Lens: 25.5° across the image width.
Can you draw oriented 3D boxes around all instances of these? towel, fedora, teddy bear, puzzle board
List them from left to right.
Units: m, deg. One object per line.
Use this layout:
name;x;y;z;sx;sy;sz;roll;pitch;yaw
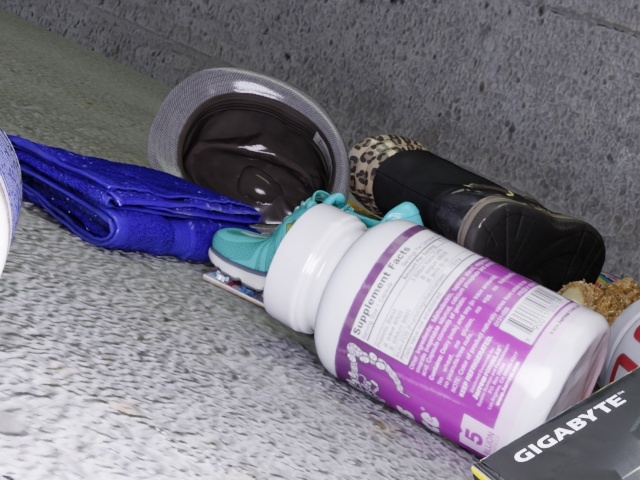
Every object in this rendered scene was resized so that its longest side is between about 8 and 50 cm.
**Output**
towel;-0.218;-0.052;1.624;0.227;0.076;0.308;29;9;29
fedora;-0.097;-0.094;1.907;0.275;0.244;0.124;20;-22;-2
puzzle board;-0.073;0.052;1.587;0.096;0.011;0.128;25;8;8
teddy bear;0.415;0.124;1.979;0.338;0.245;0.113;10;59;-49

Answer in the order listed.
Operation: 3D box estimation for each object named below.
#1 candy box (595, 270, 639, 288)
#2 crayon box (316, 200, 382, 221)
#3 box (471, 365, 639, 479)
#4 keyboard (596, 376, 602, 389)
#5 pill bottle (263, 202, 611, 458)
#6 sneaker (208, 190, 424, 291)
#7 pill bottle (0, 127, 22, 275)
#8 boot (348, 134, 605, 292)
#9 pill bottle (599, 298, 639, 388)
candy box;0.534;0.147;2.352;0.317;0.122;0.268;21;8;-11
crayon box;0.043;0.002;2.009;0.165;0.081;0.278;17;10;-45
box;0.310;0.162;0.998;0.322;0.079;0.257;-27;29;-17
keyboard;0.427;0.206;2.052;0.072;0.014;0.256;19;7;2
pill bottle;0.102;0.082;1.327;0.301;0.169;0.169;27;8;22
sneaker;0.000;0.000;1.522;0.275;0.110;0.107;2;12;34
pill bottle;-0.283;-0.028;0.969;0.153;0.153;0.265;22;8;-12
boot;0.224;-0.026;2.029;0.284;0.138;0.377;31;9;37
pill bottle;0.415;0.176;1.396;0.229;0.229;0.408;23;8;-9
